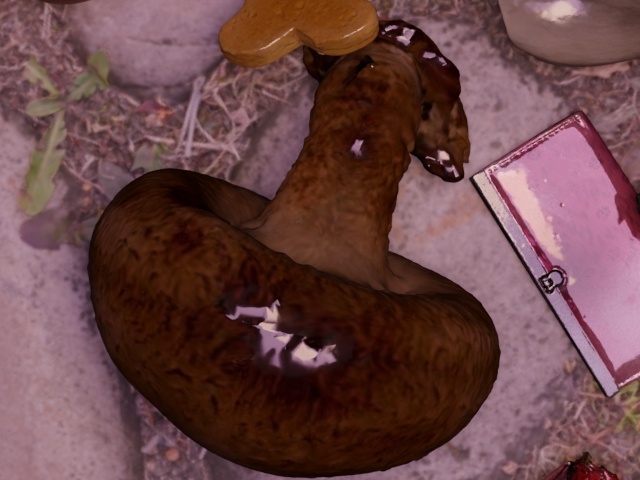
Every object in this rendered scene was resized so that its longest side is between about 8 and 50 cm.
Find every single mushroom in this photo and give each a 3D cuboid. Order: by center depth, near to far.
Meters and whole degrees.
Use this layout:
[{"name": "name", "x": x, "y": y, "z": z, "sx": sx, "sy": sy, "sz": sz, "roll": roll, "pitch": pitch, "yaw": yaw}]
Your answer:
[{"name": "mushroom", "x": 0.012, "y": 0.018, "z": 1.454, "sx": 0.331, "sy": 0.334, "sz": 0.356, "roll": 44, "pitch": 99, "yaw": 0}, {"name": "mushroom", "x": 0.262, "y": -0.203, "z": 1.562, "sx": 0.225, "sy": 0.093, "sz": 0.116, "roll": 6, "pitch": 69, "yaw": 3}]

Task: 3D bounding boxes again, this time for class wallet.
[{"name": "wallet", "x": 0.242, "y": 0.011, "z": 1.594, "sx": 0.119, "sy": 0.025, "sz": 0.232, "roll": -33, "pitch": 92, "yaw": -2}]

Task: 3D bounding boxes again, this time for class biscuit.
[{"name": "biscuit", "x": -0.001, "y": -0.245, "z": 1.532, "sx": 0.158, "sy": 0.035, "sz": 0.240, "roll": 0, "pitch": 57, "yaw": 21}]

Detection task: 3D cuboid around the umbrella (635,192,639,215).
[{"name": "umbrella", "x": 0.425, "y": -0.104, "z": 1.564, "sx": 0.349, "sy": 0.094, "sz": 0.143, "roll": -33, "pitch": 76, "yaw": -6}]

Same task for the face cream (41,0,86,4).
[{"name": "face cream", "x": -0.225, "y": -0.281, "z": 1.540, "sx": 0.149, "sy": 0.104, "sz": 0.149, "roll": 0, "pitch": 90, "yaw": -2}]

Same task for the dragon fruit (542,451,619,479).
[{"name": "dragon fruit", "x": 0.217, "y": 0.271, "z": 1.569, "sx": 0.102, "sy": 0.096, "sz": 0.147, "roll": 32, "pitch": 58, "yaw": -11}]
